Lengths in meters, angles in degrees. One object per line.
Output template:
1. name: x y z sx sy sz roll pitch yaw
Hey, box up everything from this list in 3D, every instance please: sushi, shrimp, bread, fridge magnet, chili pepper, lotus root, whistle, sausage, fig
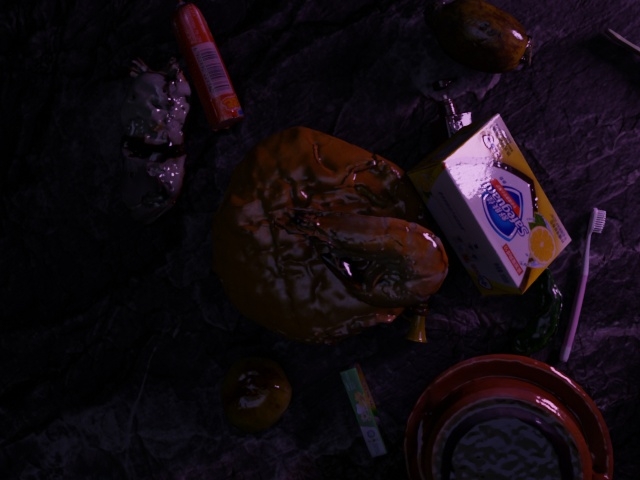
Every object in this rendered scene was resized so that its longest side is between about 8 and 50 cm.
1. sushi: -0.328 -0.191 1.268 0.124 0.130 0.331 9 96 12
2. shrimp: 0.060 0.028 1.028 0.288 0.063 0.152 12 109 3
3. bread: 0.000 0.000 1.164 0.399 0.215 0.397 1 93 11
4. fridge magnet: 0.327 0.383 1.138 0.364 0.155 0.363 0 92 13
5. chili pepper: 0.397 0.126 1.162 0.073 0.050 0.182 10 93 19
6. lotus root: 0.275 -0.360 1.127 0.210 0.120 0.120 26 98 8
7. whistle: 0.182 0.137 1.225 0.046 0.057 0.109 9 85 -32
8. sausage: -0.232 -0.354 1.267 0.074 0.074 0.273 -23 88 13
9. fig: -0.127 0.301 1.254 0.136 0.121 0.152 22 98 15

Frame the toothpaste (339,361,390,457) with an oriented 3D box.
1. toothpaste: 0.086 0.327 1.248 0.037 0.043 0.178 -21 88 10

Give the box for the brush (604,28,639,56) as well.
1. brush: 0.564 -0.309 1.110 0.179 0.033 0.030 36 114 9

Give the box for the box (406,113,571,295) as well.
1. box: 0.287 -0.055 1.081 0.168 0.097 0.265 -38 101 -28

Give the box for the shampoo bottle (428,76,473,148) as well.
1. shampoo bottle: 0.249 -0.178 1.169 0.067 0.068 0.236 -14 91 56

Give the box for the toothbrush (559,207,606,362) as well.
1. toothbrush: 0.472 0.083 1.158 0.025 0.020 0.286 12 96 5
